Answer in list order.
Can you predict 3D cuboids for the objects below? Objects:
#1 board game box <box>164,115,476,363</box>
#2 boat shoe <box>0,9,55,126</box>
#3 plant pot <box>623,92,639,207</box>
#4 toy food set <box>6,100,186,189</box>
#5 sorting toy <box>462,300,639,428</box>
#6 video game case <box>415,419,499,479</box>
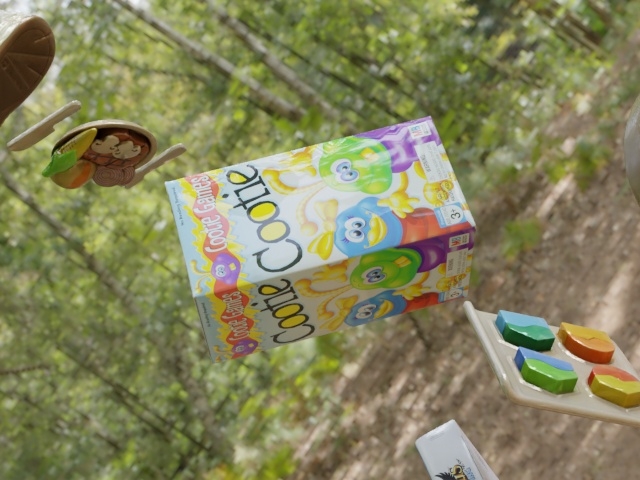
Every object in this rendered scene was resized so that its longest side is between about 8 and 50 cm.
[{"bbox_3d":[0.000,0.000,1.170,0.275,0.144,0.142,-15,-31,-6],"label":"board game box"},{"bbox_3d":[-0.483,-0.168,1.498,0.341,0.110,0.122,-55,-29,-29],"label":"boat shoe"},{"bbox_3d":[0.427,-0.116,1.027,0.263,0.263,0.229,-56,-11,-21],"label":"plant pot"},{"bbox_3d":[-0.253,-0.095,1.352,0.132,0.038,0.192,-28,-28,30],"label":"toy food set"},{"bbox_3d":[0.266,0.131,1.239,0.193,0.208,0.038,-105,34,-66],"label":"sorting toy"},{"bbox_3d":[0.220,0.371,1.346,0.061,0.269,0.244,-31,47,5],"label":"video game case"}]
